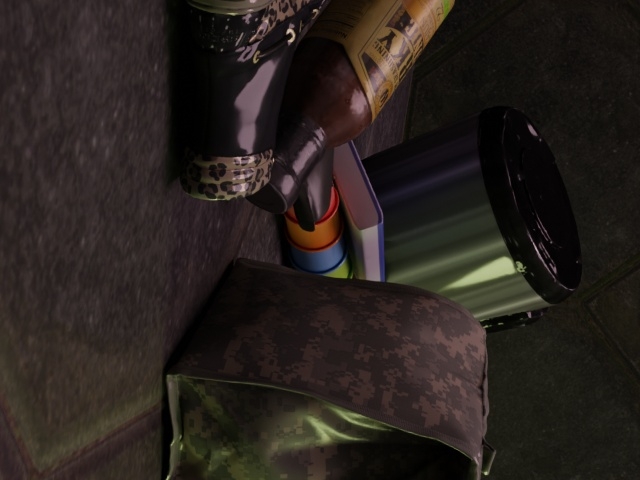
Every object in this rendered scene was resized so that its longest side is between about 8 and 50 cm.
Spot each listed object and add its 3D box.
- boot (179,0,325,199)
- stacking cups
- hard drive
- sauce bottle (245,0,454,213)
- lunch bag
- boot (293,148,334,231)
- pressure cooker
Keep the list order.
[{"bbox_3d":[-0.053,-0.148,0.790,0.236,0.085,0.179,-51,151,-62],"label":"boot"},{"bbox_3d":[0.000,0.000,1.272,0.316,0.096,0.096,84,17,-63],"label":"stacking cups"},{"bbox_3d":[0.040,-0.050,1.362,0.319,0.040,0.210,78,-9,-68],"label":"hard drive"},{"bbox_3d":[0.027,-0.177,0.974,0.344,0.111,0.111,-57,163,-21],"label":"sauce bottle"},{"bbox_3d":[0.022,0.147,0.915,0.235,0.287,0.169,-67,164,-63],"label":"lunch bag"},{"bbox_3d":[-0.004,-0.121,1.103,0.198,0.077,0.137,-57,143,-39],"label":"boot"},{"bbox_3d":[0.218,-0.013,1.717,0.370,0.420,0.375,44,37,-41],"label":"pressure cooker"}]
